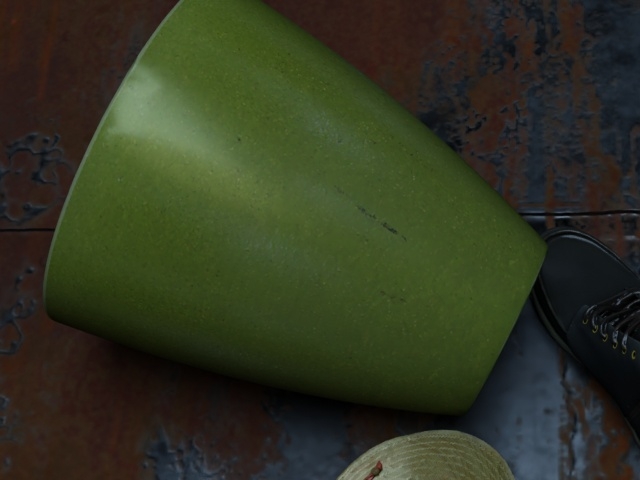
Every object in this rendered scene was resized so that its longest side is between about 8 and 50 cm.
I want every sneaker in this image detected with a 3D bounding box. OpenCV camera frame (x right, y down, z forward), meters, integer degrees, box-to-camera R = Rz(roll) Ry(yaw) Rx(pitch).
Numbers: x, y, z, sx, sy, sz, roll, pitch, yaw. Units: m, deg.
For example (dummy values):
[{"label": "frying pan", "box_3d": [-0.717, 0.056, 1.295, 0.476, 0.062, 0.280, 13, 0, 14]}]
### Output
[{"label": "sneaker", "box_3d": [0.221, 0.055, 1.063, 0.083, 0.118, 0.222, -28, 60, -8]}]

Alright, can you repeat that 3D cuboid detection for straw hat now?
[{"label": "straw hat", "box_3d": [0.076, 0.202, 1.034, 0.144, 0.061, 0.144, -15, 48, 17]}]

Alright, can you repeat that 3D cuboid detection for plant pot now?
[{"label": "plant pot", "box_3d": [0.000, 0.000, 1.070, 0.293, 0.275, 0.275, 27, 66, 6]}]
